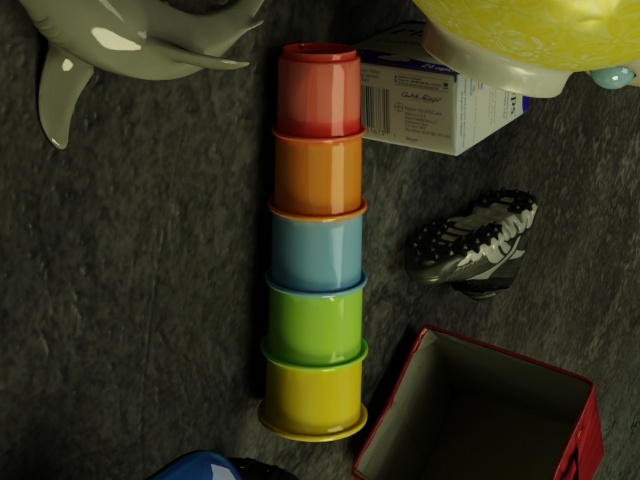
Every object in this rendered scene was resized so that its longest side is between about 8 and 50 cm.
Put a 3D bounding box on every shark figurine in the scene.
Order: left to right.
[{"bbox_3d":[-0.075,-0.138,0.725,0.278,0.116,0.166,-20,122,-51],"label":"shark figurine"}]

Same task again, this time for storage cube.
[{"bbox_3d":[0.172,0.231,1.193,0.183,0.215,0.193,-61,153,-21],"label":"storage cube"}]

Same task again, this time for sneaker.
[{"bbox_3d":[0.162,0.023,1.203,0.234,0.078,0.106,-28,124,-53],"label":"sneaker"}]

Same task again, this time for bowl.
[{"bbox_3d":[0.155,-0.199,0.848,0.289,0.289,0.156,-19,134,-54],"label":"bowl"}]

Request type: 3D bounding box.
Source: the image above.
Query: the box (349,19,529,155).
[{"bbox_3d":[0.094,-0.134,0.978,0.137,0.126,0.072,-32,128,-48],"label":"box"}]

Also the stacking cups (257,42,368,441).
[{"bbox_3d":[0.000,0.000,0.932,0.096,0.096,0.316,-20,118,-53],"label":"stacking cups"}]

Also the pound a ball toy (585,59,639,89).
[{"bbox_3d":[0.332,-0.248,1.224,0.319,0.208,0.135,19,88,-59],"label":"pound a ball toy"}]

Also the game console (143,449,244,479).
[{"bbox_3d":[-0.140,0.297,0.789,0.293,0.173,0.250,-33,168,-9],"label":"game console"}]

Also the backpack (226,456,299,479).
[{"bbox_3d":[-0.069,0.241,0.925,0.101,0.098,0.120,90,21,-44],"label":"backpack"}]
